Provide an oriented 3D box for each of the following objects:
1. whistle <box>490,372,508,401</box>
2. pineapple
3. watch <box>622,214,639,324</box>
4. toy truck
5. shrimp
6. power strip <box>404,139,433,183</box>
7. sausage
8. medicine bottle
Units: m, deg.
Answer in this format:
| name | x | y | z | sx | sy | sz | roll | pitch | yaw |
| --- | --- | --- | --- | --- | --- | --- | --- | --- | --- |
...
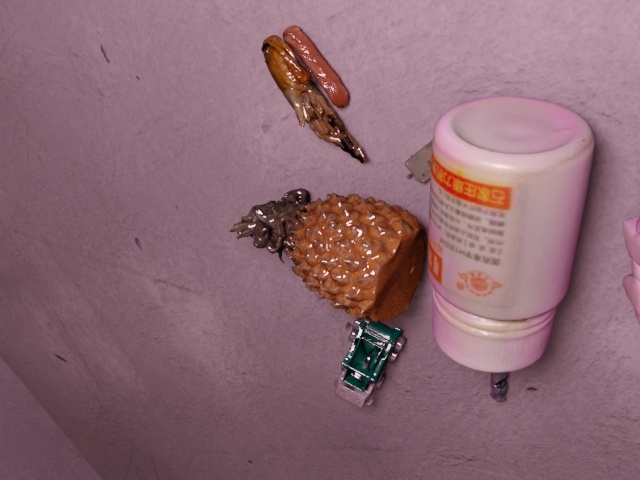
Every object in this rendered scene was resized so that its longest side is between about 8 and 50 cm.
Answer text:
| name | x | y | z | sx | sy | sz | roll | pitch | yaw |
| --- | --- | --- | --- | --- | --- | --- | --- | --- | --- |
| whistle | 0.343 | 0.240 | 1.311 | 0.033 | 0.033 | 0.177 | 12 | 129 | 25 |
| pineapple | 0.001 | -0.002 | 1.238 | 0.357 | 0.223 | 0.223 | 22 | 133 | 29 |
| watch | 0.565 | 0.071 | 0.948 | 0.217 | 0.248 | 0.211 | -8 | 121 | 6 |
| toy truck | 0.090 | 0.258 | 1.427 | 0.110 | 0.116 | 0.216 | 27 | 134 | 12 |
| shrimp | -0.015 | -0.219 | 1.133 | 0.066 | 0.117 | 0.262 | -41 | 98 | 4 |
| power strip | 0.187 | -0.138 | 1.128 | 0.051 | 0.019 | 0.136 | 44 | 135 | -7 |
| sausage | -0.004 | -0.285 | 1.128 | 0.036 | 0.042 | 0.158 | -38 | 104 | 5 |
| medicine bottle | 0.273 | -0.002 | 1.041 | 0.219 | 0.219 | 0.388 | 13 | 130 | 24 |
